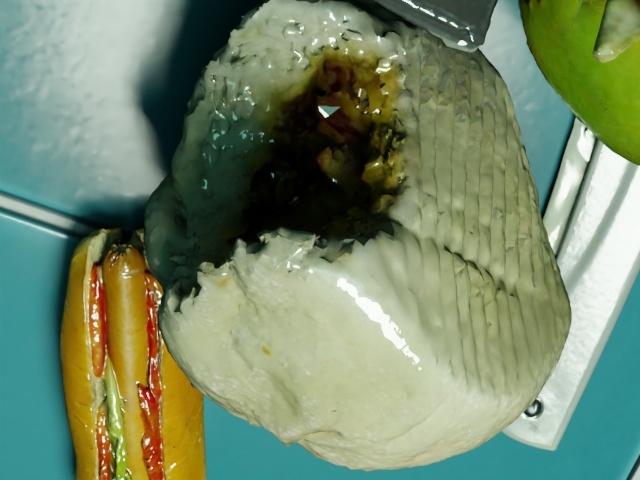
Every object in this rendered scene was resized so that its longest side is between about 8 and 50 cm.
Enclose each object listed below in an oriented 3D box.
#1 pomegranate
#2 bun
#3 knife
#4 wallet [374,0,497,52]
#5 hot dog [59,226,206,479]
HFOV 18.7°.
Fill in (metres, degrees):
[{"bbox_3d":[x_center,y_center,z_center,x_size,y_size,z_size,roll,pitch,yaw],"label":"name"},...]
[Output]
[{"bbox_3d":[0.212,-0.124,1.065,0.231,0.286,0.231,7,116,13],"label":"pomegranate"},{"bbox_3d":[0.010,0.003,1.106,0.205,0.281,0.281,-18,119,35],"label":"bun"},{"bbox_3d":[0.170,0.012,1.252,0.073,0.040,0.266,17,111,-3],"label":"knife"},{"bbox_3d":[0.072,-0.258,1.050,0.146,0.030,0.285,24,77,-17],"label":"wallet"},{"bbox_3d":[-0.116,0.101,1.237,0.092,0.062,0.236,-8,115,-8],"label":"hot dog"}]
